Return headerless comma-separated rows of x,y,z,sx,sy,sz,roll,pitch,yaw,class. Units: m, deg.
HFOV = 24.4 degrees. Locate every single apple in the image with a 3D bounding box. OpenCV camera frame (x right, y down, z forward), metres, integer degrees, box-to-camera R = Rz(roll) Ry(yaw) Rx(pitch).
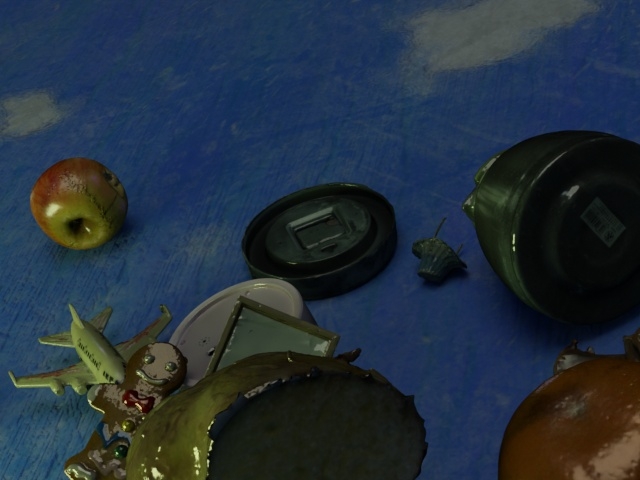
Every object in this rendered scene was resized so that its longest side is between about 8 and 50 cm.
-0.367,-0.059,2.242,0.147,0.146,0.146,-10,35,7,apple

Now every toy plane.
-0.286,0.162,1.950,0.229,0.092,0.244,-24,37,-17,toy plane

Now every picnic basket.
0.165,0.018,2.014,0.083,0.065,0.083,6,61,41,picnic basket

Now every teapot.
0.336,-0.055,1.907,0.322,0.239,0.239,-30,24,-12,teapot

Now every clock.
-0.099,0.138,1.900,0.197,0.068,0.197,-21,33,14,clock
0.000,0.000,2.108,0.226,0.049,0.226,-10,36,8,clock

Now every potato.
-0.068,0.233,1.646,0.289,0.300,0.237,2,15,-25,potato

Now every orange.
0.299,0.240,1.552,0.240,0.171,0.240,-16,41,15,orange

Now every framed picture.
-0.075,0.180,1.790,0.136,0.010,0.200,22,72,4,framed picture

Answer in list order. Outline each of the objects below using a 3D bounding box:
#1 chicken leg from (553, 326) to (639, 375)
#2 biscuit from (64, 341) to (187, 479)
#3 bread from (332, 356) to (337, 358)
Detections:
0.456,0.161,1.644,0.409,0.182,0.295,-8,51,23,chicken leg
-0.229,0.216,1.814,0.138,0.031,0.205,19,72,18,biscuit
0.018,0.210,1.805,0.073,0.053,0.214,-9,33,4,bread
